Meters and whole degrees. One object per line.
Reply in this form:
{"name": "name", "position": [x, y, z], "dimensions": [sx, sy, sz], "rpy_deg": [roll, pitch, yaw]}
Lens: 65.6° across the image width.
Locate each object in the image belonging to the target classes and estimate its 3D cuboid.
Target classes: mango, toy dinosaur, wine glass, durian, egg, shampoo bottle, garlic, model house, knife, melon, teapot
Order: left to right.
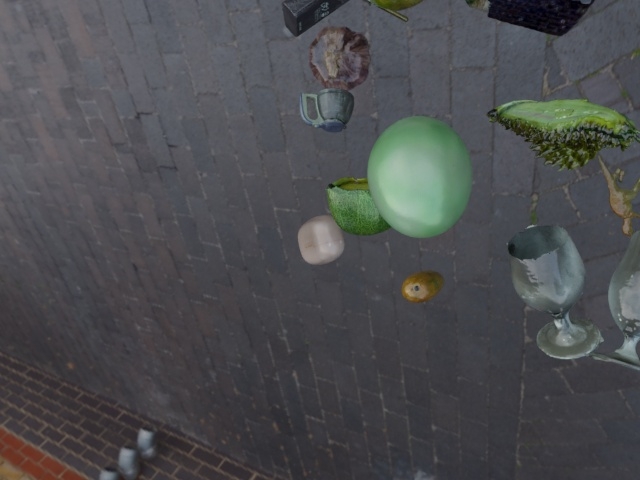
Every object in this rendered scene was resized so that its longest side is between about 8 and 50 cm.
{"name": "teapot", "position": [0.025, -0.362, 1.384], "dimensions": [0.149, 0.108, 0.111], "rpy_deg": [15, 161, -40]}
{"name": "shampoo bottle", "position": [0.041, -0.652, 1.280], "dimensions": [0.071, 0.310, 0.098], "rpy_deg": [50, 173, 12]}
{"name": "garlic", "position": [0.065, -0.667, 1.818], "dimensions": [0.245, 0.160, 0.244], "rpy_deg": [4, 104, 16]}
{"name": "knife", "position": [0.183, -0.892, 1.860], "dimensions": [0.343, 0.061, 0.026], "rpy_deg": [13, 111, -28]}
{"name": "melon", "position": [0.154, -0.084, 1.271], "dimensions": [0.129, 0.265, 0.169], "rpy_deg": [31, 131, 44]}
{"name": "egg", "position": [0.211, -0.135, 1.065], "dimensions": [0.221, 0.269, 0.220], "rpy_deg": [1, 161, 0]}
{"name": "mango", "position": [0.314, 0.133, 1.490], "dimensions": [0.111, 0.163, 0.089], "rpy_deg": [-29, 80, 59]}
{"name": "model house", "position": [0.445, -0.568, 0.955], "dimensions": [0.244, 0.284, 0.298], "rpy_deg": [15, 121, -3]}
{"name": "wine glass", "position": [0.427, 0.095, 0.910], "dimensions": [0.127, 0.126, 0.241], "rpy_deg": [-8, 118, 39]}
{"name": "durian", "position": [0.489, -0.214, 0.984], "dimensions": [0.107, 0.132, 0.375], "rpy_deg": [42, 175, -36]}
{"name": "toy dinosaur", "position": [0.594, -0.086, 1.000], "dimensions": [0.162, 0.126, 0.039], "rpy_deg": [17, 180, -21]}
{"name": "wine glass", "position": [0.491, 0.091, 0.760], "dimensions": [0.103, 0.221, 0.103], "rpy_deg": [20, 176, 1]}

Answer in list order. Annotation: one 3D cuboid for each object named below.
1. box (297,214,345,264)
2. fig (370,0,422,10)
{"name": "box", "position": [0.000, 0.000, 1.518], "dimensions": [0.200, 0.088, 0.145], "rpy_deg": [-24, 79, 62]}
{"name": "fig", "position": [0.227, -0.793, 1.519], "dimensions": [0.234, 0.167, 0.167], "rpy_deg": [12, 129, 31]}
